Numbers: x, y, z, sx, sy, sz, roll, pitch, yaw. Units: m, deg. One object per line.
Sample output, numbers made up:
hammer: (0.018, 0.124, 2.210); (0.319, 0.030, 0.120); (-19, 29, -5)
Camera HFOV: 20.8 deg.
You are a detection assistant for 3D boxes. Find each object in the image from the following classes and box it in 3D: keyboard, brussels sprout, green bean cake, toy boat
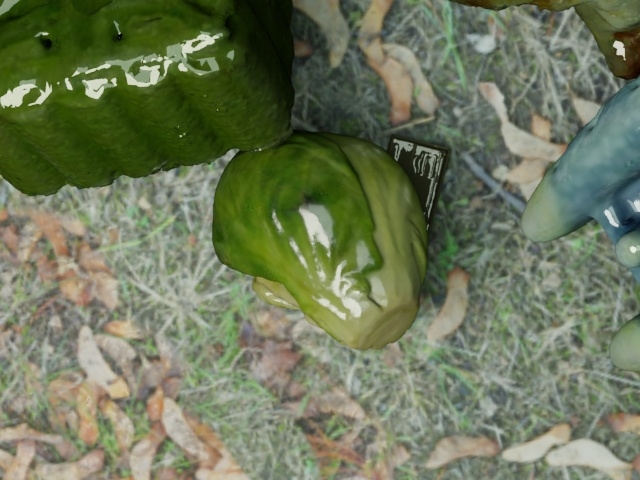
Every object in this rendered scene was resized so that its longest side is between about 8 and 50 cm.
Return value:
keyboard: (0.063, -0.015, 1.356); (0.049, 0.015, 0.129); (15, 96, 14)
brussels sprout: (0.002, -0.008, 1.299); (0.183, 0.131, 0.145); (25, 101, 30)
green bean cake: (-0.150, -0.178, 1.271); (0.247, 0.156, 0.249); (-11, 63, 14)
toy boat: (0.288, -0.033, 1.213); (0.330, 0.123, 0.215); (-33, 86, 34)

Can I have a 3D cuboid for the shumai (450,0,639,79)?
shumai: (0.179, -0.253, 1.276); (0.222, 0.204, 0.271); (-32, 59, 37)
